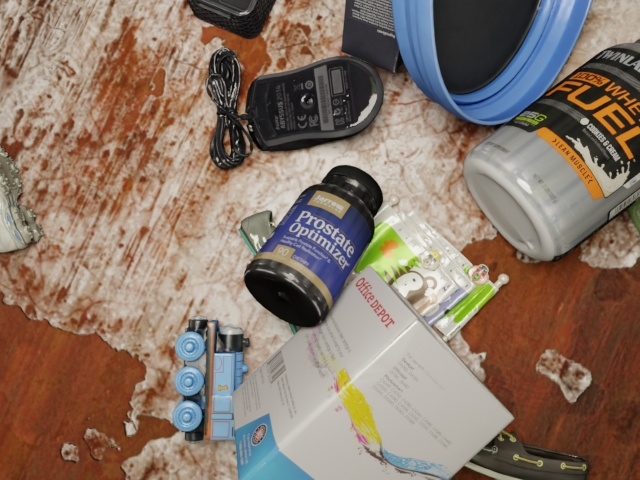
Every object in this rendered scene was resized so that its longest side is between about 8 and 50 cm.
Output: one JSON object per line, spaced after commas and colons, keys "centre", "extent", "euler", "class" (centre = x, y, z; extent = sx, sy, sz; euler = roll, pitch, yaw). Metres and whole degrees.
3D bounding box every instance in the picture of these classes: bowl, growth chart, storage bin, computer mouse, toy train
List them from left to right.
{"centre": [-0.159, 0.203, 0.835], "extent": [0.105, 0.080, 0.184], "euler": [2, 84, -7], "class": "toy train"}
{"centre": [-0.122, -0.422, 0.872], "extent": [0.122, 0.084, 0.180], "euler": [24, 88, 3], "class": "storage bin"}
{"centre": [-0.036, -0.207, 0.866], "extent": [0.272, 0.072, 0.188], "euler": [-2, 88, 14], "class": "computer mouse"}
{"centre": [0.139, 0.049, 0.861], "extent": [0.237, 0.021, 0.172], "euler": [39, 89, 5], "class": "growth chart"}
{"centre": [0.237, -0.348, 0.731], "extent": [0.077, 0.391, 0.391], "euler": [28, 87, 41], "class": "bowl"}

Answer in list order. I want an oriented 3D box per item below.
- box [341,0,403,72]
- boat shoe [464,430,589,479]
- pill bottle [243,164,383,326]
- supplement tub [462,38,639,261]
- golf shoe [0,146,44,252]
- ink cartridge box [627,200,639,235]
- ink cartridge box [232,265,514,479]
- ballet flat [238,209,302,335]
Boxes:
{"centre": [0.108, -0.349, 0.787], "extent": [0.093, 0.158, 0.156], "euler": [26, 54, 17], "class": "box"}
{"centre": [0.270, 0.307, 0.811], "extent": [0.228, 0.081, 0.068], "euler": [21, 84, -4], "class": "boat shoe"}
{"centre": [0.000, 0.000, 0.786], "extent": [0.123, 0.123, 0.219], "euler": [31, 58, 4], "class": "pill bottle"}
{"centre": [0.373, -0.132, 0.779], "extent": [0.316, 0.193, 0.193], "euler": [-38, 86, -1], "class": "supplement tub"}
{"centre": [-0.501, -0.065, 0.872], "extent": [0.086, 0.069, 0.176], "euler": [-22, 84, 6], "class": "golf shoe"}
{"centre": [0.540, -0.009, 0.683], "extent": [0.119, 0.353, 0.207], "euler": [-24, 85, 0], "class": "ink cartridge box"}
{"centre": [0.053, 0.211, 0.729], "extent": [0.270, 0.198, 0.197], "euler": [-44, 108, 3], "class": "ink cartridge box"}
{"centre": [-0.048, 0.052, 0.843], "extent": [0.068, 0.072, 0.213], "euler": [-28, 85, -5], "class": "ballet flat"}
